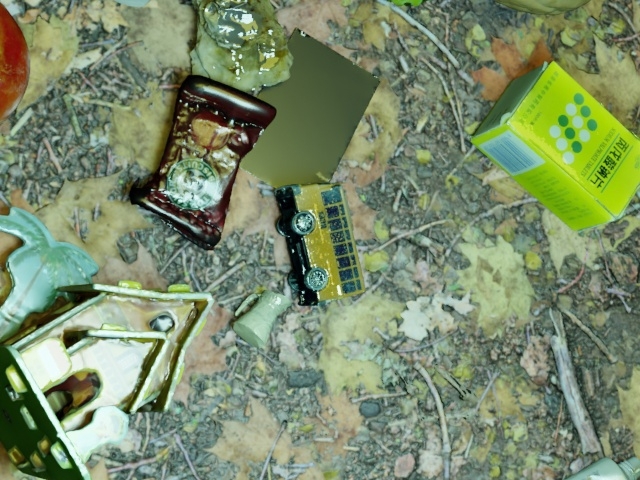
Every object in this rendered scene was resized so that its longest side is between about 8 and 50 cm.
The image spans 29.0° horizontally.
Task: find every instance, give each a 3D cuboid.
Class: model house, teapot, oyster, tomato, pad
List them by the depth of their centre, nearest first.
[{"bbox_3d":[-0.309,0.099,1.630,0.323,0.300,0.340,-32,101,-29],"label":"model house"},{"bbox_3d":[-0.508,-0.257,1.697,0.227,0.101,0.228,3,80,-20],"label":"tomato"},{"bbox_3d":[-0.088,0.109,1.825,0.067,0.057,0.083,32,67,17],"label":"teapot"},{"bbox_3d":[-0.129,-0.335,1.834,0.161,0.107,0.233,-22,93,-26],"label":"oyster"},{"bbox_3d":[-0.023,-0.187,1.901,0.163,0.004,0.243,30,75,-13],"label":"pad"}]

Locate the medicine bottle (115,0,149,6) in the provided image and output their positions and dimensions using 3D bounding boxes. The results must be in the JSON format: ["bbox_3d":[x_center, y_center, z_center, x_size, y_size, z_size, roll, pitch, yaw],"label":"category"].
[{"bbox_3d":[-0.354,-0.462,1.765,0.296,0.111,0.161,24,77,-14],"label":"medicine bottle"}]

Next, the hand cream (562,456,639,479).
[{"bbox_3d":[0.368,0.441,1.942,0.340,0.078,0.124,-30,95,-11],"label":"hand cream"}]

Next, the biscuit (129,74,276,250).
[{"bbox_3d":[-0.175,-0.118,1.811,0.151,0.063,0.235,25,80,-14],"label":"biscuit"}]

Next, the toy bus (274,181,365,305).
[{"bbox_3d":[0.000,0.000,1.841,0.103,0.091,0.182,-13,92,-21],"label":"toy bus"}]

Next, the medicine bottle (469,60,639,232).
[{"bbox_3d":[0.385,-0.144,1.966,0.250,0.141,0.137,40,70,-11],"label":"medicine bottle"}]

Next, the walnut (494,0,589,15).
[{"bbox_3d":[0.352,-0.498,1.932,0.313,0.252,0.277,25,75,-27],"label":"walnut"}]

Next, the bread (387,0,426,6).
[{"bbox_3d":[0.137,-0.435,1.947,0.130,0.071,0.139,14,80,-14],"label":"bread"}]
